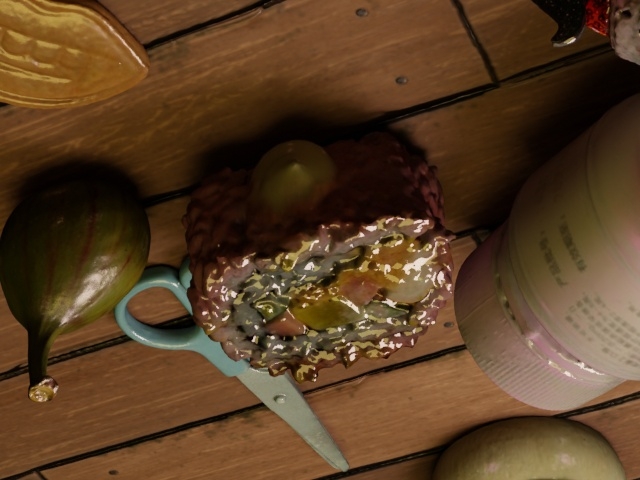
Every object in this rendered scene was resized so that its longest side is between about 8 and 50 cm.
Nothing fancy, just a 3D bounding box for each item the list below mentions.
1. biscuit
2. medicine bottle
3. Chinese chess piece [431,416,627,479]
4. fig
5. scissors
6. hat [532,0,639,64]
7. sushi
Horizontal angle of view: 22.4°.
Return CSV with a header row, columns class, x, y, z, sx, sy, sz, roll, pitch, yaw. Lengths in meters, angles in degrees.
class,x,y,z,sx,sy,sz,roll,pitch,yaw
biscuit,-0.265,-0.176,1.466,0.221,0.029,0.142,16,137,-22
medicine bottle,0.290,0.020,1.567,0.241,0.241,0.302,18,145,-23
Chinese chess piece,0.261,0.325,2.037,0.250,0.101,0.250,-2,139,-2
fig,-0.247,0.063,1.576,0.151,0.259,0.151,2,147,2
scissors,-0.065,0.157,1.871,0.193,0.029,0.447,-19,137,17
hat,0.214,-0.230,1.380,0.227,0.140,0.129,11,-173,17
sushi,0.000,0.000,1.585,0.270,0.170,0.236,-16,138,12
